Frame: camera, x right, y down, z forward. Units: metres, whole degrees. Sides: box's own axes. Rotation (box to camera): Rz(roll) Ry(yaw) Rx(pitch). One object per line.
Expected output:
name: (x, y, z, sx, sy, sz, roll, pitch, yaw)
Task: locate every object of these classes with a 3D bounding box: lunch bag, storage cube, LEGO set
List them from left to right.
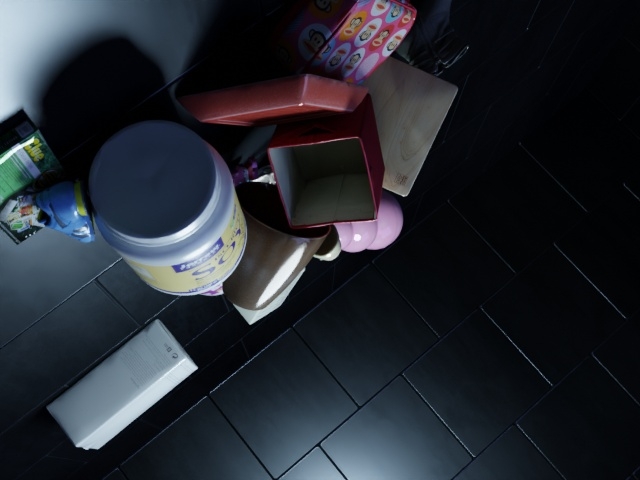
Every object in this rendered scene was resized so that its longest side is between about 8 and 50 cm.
LEGO set: (-0.191, -0.081, 1.733, 0.093, 0.087, 0.227, -19, 125, -23)
storage cube: (0.020, -0.161, 1.550, 0.184, 0.215, 0.193, -6, -146, 14)
lunch bag: (0.060, -0.396, 1.435, 0.258, 0.120, 0.293, -46, 167, 20)

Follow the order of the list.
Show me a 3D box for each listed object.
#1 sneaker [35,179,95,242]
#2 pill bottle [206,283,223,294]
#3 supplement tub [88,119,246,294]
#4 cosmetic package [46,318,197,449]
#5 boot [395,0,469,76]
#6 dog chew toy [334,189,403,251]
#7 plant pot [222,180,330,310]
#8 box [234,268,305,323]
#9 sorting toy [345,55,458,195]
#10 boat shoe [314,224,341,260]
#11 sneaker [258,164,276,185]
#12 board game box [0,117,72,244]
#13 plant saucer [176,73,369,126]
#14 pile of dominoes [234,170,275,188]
sneaker: (-0.415, -0.043, 1.276, 0.082, 0.069, 0.209, -11, 166, -11)
pill bottle: (-0.284, 0.031, 1.739, 0.169, 0.169, 0.301, -42, 167, 4)
supplement tub: (-0.262, -0.051, 1.383, 0.241, 0.241, 0.331, -39, 167, -10)
cosmetic package: (-0.561, 0.420, 2.250, 0.385, 0.156, 0.217, -37, 166, -12)
boot: (0.271, -0.469, 1.705, 0.246, 0.161, 0.083, -44, 167, 12)
dog chew toy: (0.116, -0.055, 2.550, 0.332, 0.206, 0.206, -16, 153, -42)
plant pot: (-0.122, 0.027, 1.664, 0.215, 0.215, 0.230, -20, 141, -57)
box: (-0.173, 0.132, 2.460, 0.149, 0.127, 0.232, -30, 163, -40)
sorting toy: (0.121, -0.267, 1.678, 0.089, 0.255, 0.257, -76, -170, -72)
boat shoe: (0.000, 0.000, 2.240, 0.109, 0.098, 0.302, -43, -154, -4)
sneaker: (-0.085, -0.154, 1.873, 0.262, 0.099, 0.121, -40, 162, -10)
board game box: (-0.458, -0.082, 1.202, 0.136, 0.030, 0.259, -35, 166, -14)
plant saucer: (-0.076, -0.240, 1.385, 0.259, 0.047, 0.258, -4, -177, 27)
pile of dominoes: (-0.087, -0.095, 1.843, 0.251, 0.040, 0.196, -21, 129, -1)
